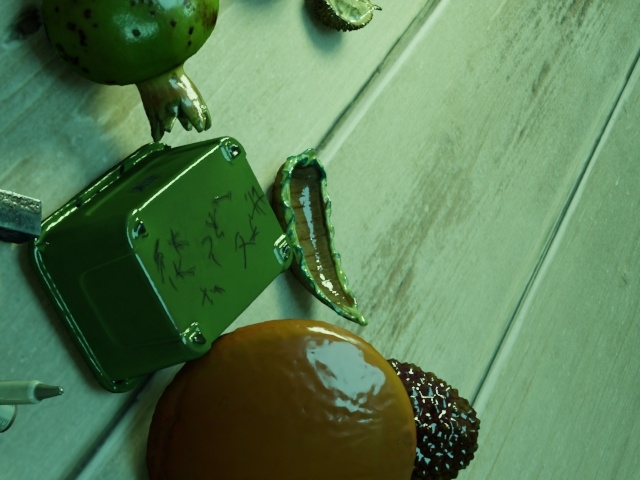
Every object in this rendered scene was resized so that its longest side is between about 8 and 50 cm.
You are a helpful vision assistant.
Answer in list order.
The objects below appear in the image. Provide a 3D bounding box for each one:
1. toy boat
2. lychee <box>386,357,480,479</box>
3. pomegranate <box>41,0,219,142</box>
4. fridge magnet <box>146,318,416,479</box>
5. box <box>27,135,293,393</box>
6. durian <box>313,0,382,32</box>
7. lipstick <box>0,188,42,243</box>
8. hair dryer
[{"bbox_3d":[-0.007,0.006,1.955,0.108,0.099,0.293,-7,77,-52],"label":"toy boat"},{"bbox_3d":[0.112,0.289,1.864,0.271,0.271,0.271,20,64,-48],"label":"lychee"},{"bbox_3d":[-0.249,-0.270,1.640,0.231,0.231,0.286,-9,99,-53],"label":"pomegranate"},{"bbox_3d":[-0.050,0.275,1.664,0.364,0.363,0.155,63,-5,-17],"label":"fridge magnet"},{"bbox_3d":[-0.193,0.020,1.642,0.329,0.177,0.253,-46,117,-48],"label":"box"},{"bbox_3d":[0.038,-0.401,2.153,0.140,0.071,0.110,8,66,-34],"label":"durian"},{"bbox_3d":[-0.461,-0.052,1.429,0.312,0.051,0.051,16,68,-47],"label":"lipstick"},{"bbox_3d":[-0.363,0.160,1.376,0.155,0.183,0.044,32,55,-40],"label":"hair dryer"}]
